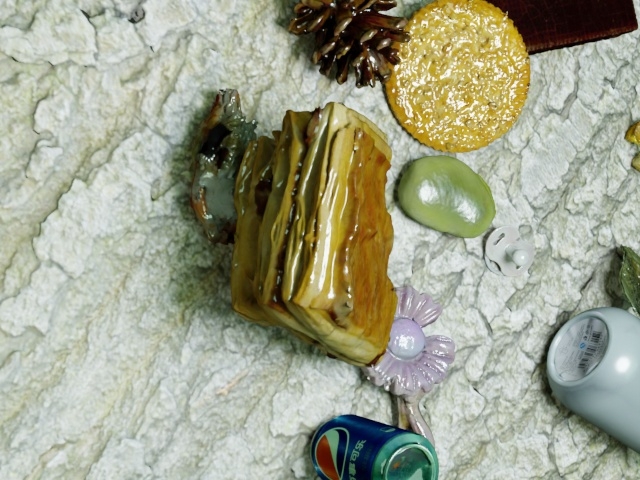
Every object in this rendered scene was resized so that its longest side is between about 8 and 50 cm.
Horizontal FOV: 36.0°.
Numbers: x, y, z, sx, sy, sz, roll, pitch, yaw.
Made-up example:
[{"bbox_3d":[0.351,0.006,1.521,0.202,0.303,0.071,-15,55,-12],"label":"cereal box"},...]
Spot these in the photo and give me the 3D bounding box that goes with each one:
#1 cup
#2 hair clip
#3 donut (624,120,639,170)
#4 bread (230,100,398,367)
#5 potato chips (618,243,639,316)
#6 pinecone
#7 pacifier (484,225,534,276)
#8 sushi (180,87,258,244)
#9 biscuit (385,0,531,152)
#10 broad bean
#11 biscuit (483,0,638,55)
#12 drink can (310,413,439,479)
[{"bbox_3d":[0.555,0.252,1.720,0.312,0.205,0.205,32,72,-24],"label":"cup"},{"bbox_3d":[0.139,0.225,1.550,0.173,0.069,0.300,-11,93,-29],"label":"hair clip"},{"bbox_3d":[0.623,-0.179,1.871,0.097,0.043,0.108,-13,94,-30],"label":"donut"},{"bbox_3d":[0.000,0.000,1.370,0.370,0.192,0.314,41,53,-67],"label":"bread"},{"bbox_3d":[0.569,0.082,1.783,0.209,0.026,0.142,-27,98,-64],"label":"potato chips"},{"bbox_3d":[0.050,-0.322,1.476,0.179,0.150,0.195,-34,108,-34],"label":"pinecone"},{"bbox_3d":[0.324,0.026,1.667,0.081,0.078,0.099,-47,113,-1],"label":"pacifier"},{"bbox_3d":[-0.137,-0.107,1.381,0.097,0.103,0.225,7,78,-38],"label":"sushi"},{"bbox_3d":[0.223,-0.266,1.593,0.254,0.035,0.253,-2,99,-10],"label":"biscuit"},{"bbox_3d":[0.211,-0.070,1.599,0.175,0.082,0.124,31,75,-27],"label":"broad bean"},{"bbox_3d":[0.400,-0.387,1.731,0.389,0.073,0.107,-16,95,-30],"label":"biscuit"},{"bbox_3d":[0.073,0.319,1.429,0.118,0.205,0.118,0,89,-29],"label":"drink can"}]
